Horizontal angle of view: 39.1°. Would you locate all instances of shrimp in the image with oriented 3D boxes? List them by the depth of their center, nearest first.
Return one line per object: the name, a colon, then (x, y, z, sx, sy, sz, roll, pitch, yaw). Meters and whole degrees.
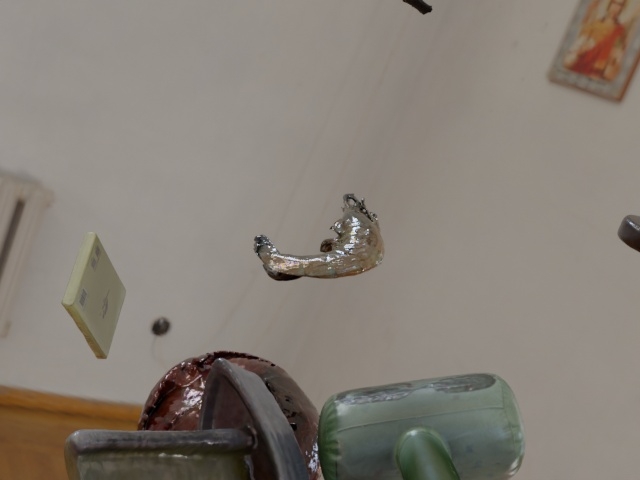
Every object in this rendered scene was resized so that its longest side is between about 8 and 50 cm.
shrimp: (0.000, 0.000, 1.060, 0.152, 0.046, 0.219, -7, 23, 7)

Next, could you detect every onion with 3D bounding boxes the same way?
onion: (-0.128, 0.290, 1.269, 0.276, 0.276, 0.276, 21, 11, -4)

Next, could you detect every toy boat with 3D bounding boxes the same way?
toy boat: (-0.105, 0.263, 0.819, 0.111, 0.276, 0.293, -18, 0, 29)

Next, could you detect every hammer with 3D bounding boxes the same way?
hammer: (0.103, 0.220, 0.799, 0.206, 0.119, 0.335, -9, 12, 0)

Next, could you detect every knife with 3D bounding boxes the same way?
knife: (0.055, -0.344, 1.197, 0.222, 0.046, 0.021, 35, 55, 20)

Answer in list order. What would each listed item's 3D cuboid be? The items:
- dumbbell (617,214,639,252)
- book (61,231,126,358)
dumbbell: (0.494, -0.076, 1.181, 0.140, 0.226, 0.124, 11, 18, -25)
book: (-0.211, 0.054, 0.846, 0.014, 0.077, 0.111, 5, -32, 8)
